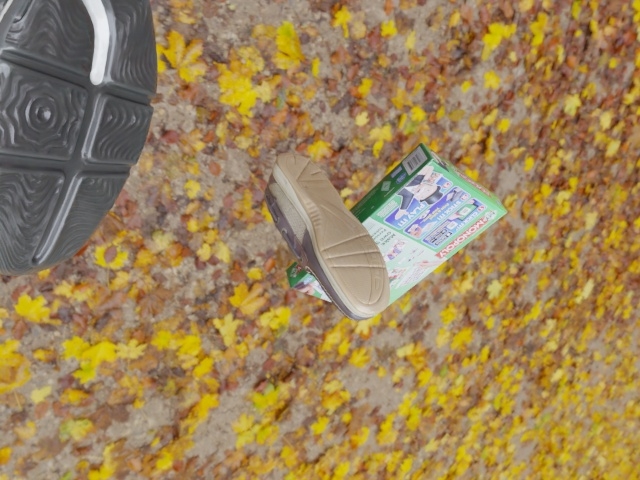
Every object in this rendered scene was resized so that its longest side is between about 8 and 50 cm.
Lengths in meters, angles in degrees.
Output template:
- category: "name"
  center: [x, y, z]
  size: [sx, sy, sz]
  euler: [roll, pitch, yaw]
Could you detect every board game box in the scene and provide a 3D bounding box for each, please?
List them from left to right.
- category: "board game box"
  center: [0.124, 0.002, 0.953]
  size: [0.214, 0.046, 0.317]
  euler: [24, 123, -40]

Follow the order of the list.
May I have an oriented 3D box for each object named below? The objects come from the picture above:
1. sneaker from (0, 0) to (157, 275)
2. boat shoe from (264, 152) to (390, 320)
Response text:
- category: "sneaker"
  center: [-0.291, -0.207, 0.500]
  size: [0.169, 0.258, 0.446]
  euler: [-4, 105, -68]
- category: "boat shoe"
  center: [0.000, 0.000, 0.812]
  size: [0.103, 0.285, 0.092]
  euler: [-8, 146, -39]
